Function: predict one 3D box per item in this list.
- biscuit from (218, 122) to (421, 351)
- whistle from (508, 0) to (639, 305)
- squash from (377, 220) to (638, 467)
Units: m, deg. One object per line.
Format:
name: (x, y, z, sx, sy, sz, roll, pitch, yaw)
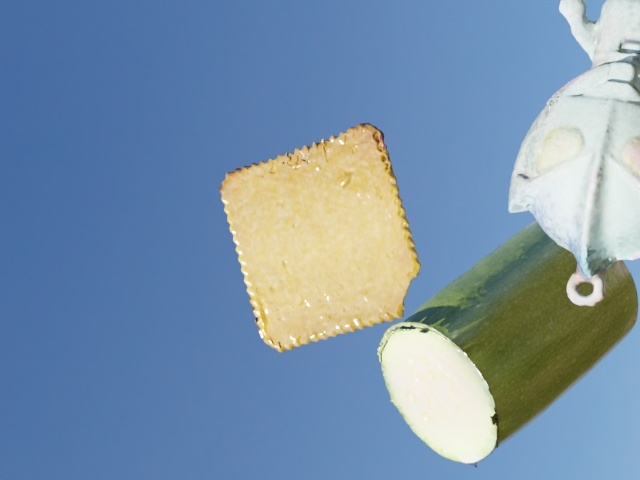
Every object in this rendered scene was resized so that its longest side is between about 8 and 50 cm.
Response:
biscuit: (0.000, 0.000, 1.214, 0.013, 0.232, 0.237, -10, -97, -67)
whistle: (0.239, -0.119, 0.772, 0.133, 0.142, 0.346, 13, -91, -43)
squash: (0.313, 0.156, 1.647, 0.384, 0.263, 0.263, -32, -52, -30)
